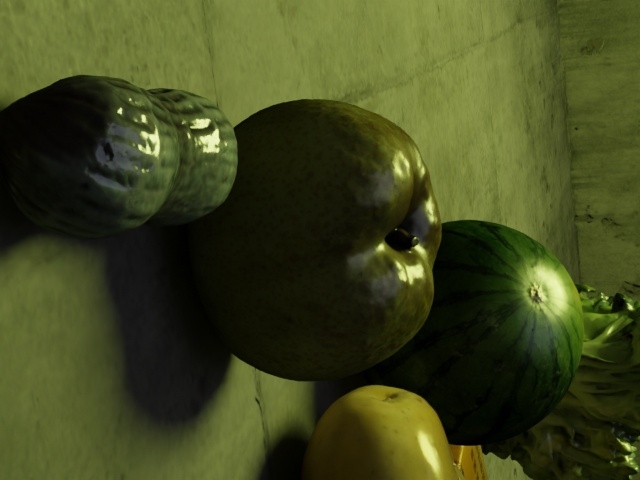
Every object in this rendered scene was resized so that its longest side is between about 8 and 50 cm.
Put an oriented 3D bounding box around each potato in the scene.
[{"bbox_3d":[0.056,0.213,0.822,0.150,0.146,0.233,24,-36,61],"label":"potato"}]

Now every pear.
[{"bbox_3d":[0.000,0.000,0.684,0.167,0.137,0.167,-3,90,-67],"label":"pear"}]

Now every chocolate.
[{"bbox_3d":[-0.088,-0.038,0.533,0.167,0.072,0.072,-8,95,-74],"label":"chocolate"}]

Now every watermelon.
[{"bbox_3d":[0.117,0.081,0.975,0.215,0.188,0.188,136,-33,-54],"label":"watermelon"}]

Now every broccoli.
[{"bbox_3d":[0.246,0.157,1.274,0.247,0.246,0.288,-111,-144,-45],"label":"broccoli"}]

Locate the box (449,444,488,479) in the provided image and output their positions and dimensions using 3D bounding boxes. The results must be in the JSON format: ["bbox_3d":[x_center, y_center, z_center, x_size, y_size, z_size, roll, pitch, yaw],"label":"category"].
[{"bbox_3d":[0.107,0.280,1.079,0.237,0.070,0.152,-71,152,-54],"label":"box"}]
